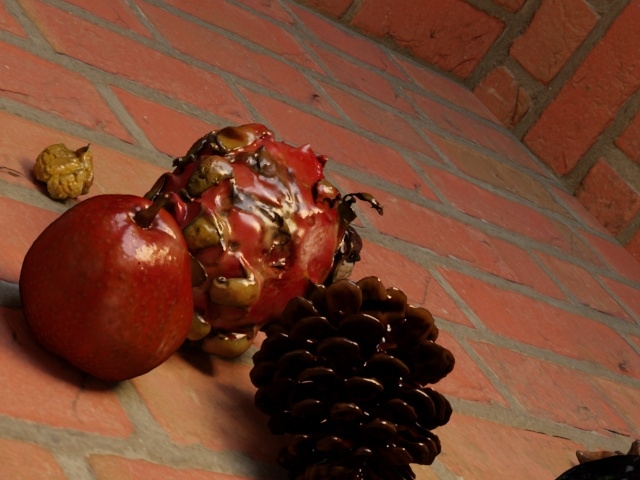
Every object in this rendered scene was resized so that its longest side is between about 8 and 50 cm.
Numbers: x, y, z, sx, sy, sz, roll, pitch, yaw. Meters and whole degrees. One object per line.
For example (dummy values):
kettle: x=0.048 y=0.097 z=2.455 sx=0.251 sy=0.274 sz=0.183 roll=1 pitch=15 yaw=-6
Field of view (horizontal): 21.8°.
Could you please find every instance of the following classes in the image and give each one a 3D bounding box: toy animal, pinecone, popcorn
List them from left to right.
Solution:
popcorn: x=-0.322 y=-0.096 z=2.143 sx=0.084 sy=0.084 sz=0.084 roll=34 pitch=17 yaw=-12
toy animal: x=0.000 y=0.000 z=2.522 sx=0.137 sy=0.098 sz=0.098 roll=38 pitch=17 yaw=3
pinecone: x=0.034 y=0.192 z=1.898 sx=0.246 sy=0.246 sz=0.292 roll=31 pitch=33 yaw=-21

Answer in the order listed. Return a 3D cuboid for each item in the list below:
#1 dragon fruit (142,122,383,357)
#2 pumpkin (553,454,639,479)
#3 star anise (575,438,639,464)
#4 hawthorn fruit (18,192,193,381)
dragon fruit: x=-0.106 y=0.011 z=2.018 sx=0.269 sy=0.250 sz=0.291 roll=32 pitch=40 yaw=4
pumpkin: x=0.374 y=0.416 z=1.884 sx=0.363 sy=0.266 sz=0.363 roll=42 pitch=14 yaw=-12
star anise: x=0.497 y=0.388 z=2.530 sx=0.231 sy=0.089 sz=0.209 roll=30 pitch=30 yaw=-7
hawthorn fruit: x=-0.215 y=0.032 z=1.778 sx=0.196 sy=0.225 sz=0.196 roll=24 pitch=29 yaw=-14
